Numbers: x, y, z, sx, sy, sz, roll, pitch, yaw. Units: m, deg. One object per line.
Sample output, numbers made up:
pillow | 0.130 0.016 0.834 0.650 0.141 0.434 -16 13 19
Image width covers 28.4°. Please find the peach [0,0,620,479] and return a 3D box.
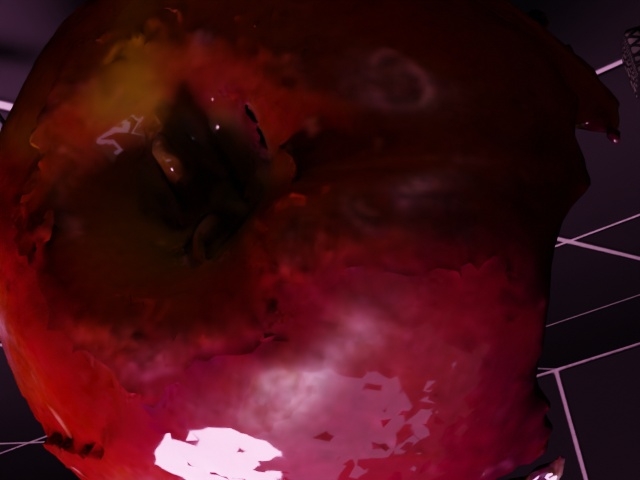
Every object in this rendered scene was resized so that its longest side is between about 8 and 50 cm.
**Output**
peach | 0.000 0.000 0.740 0.353 0.339 0.416 16 179 26

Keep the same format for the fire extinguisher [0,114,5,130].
fire extinguisher | -0.305 -0.042 0.740 0.269 0.105 0.105 -12 164 -7

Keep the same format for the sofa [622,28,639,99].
sofa | 0.292 -0.149 0.963 0.118 0.039 0.060 -16 165 8
